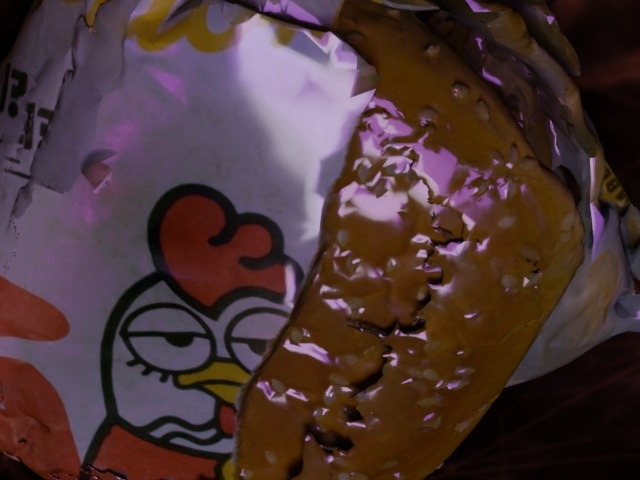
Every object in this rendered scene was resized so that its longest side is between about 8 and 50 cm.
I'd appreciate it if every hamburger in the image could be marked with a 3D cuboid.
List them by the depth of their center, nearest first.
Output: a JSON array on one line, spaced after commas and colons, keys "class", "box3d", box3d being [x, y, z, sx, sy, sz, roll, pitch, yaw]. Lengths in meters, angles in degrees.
[{"class": "hamburger", "box3d": [0.003, 0.001, 0.481, 0.235, 0.125, 0.214, 34, 130, -13]}]
